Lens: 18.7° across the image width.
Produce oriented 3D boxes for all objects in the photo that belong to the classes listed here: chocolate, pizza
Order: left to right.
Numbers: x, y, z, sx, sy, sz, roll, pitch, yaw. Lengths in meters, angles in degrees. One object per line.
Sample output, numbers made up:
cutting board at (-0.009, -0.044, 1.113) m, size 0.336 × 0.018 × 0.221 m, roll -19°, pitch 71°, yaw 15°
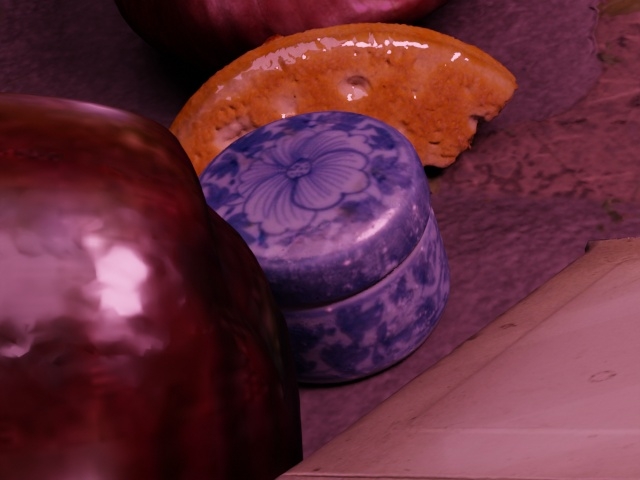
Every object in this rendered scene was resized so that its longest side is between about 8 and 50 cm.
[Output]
chocolate at (-0.183, 0.072, 0.966) m, size 0.331 × 0.384 × 0.384 m, roll -11°, pitch 40°, yaw 6°
pizza at (0.005, -0.084, 1.285) m, size 0.246 × 0.127 × 0.058 m, roll -24°, pitch 18°, yaw 1°

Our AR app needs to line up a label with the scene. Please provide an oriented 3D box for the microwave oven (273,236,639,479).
microwave oven at (0.226, 0.151, 0.737) m, size 0.394 × 0.247 × 0.333 m, roll -5°, pitch 17°, yaw 41°

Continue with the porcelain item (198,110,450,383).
porcelain item at (0.000, 0.000, 1.181) m, size 0.147 × 0.114 × 0.147 m, roll -9°, pitch 40°, yaw 8°

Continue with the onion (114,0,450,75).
onion at (-0.017, -0.284, 1.385) m, size 0.347 × 0.285 × 0.347 m, roll -18°, pitch 37°, yaw 14°
